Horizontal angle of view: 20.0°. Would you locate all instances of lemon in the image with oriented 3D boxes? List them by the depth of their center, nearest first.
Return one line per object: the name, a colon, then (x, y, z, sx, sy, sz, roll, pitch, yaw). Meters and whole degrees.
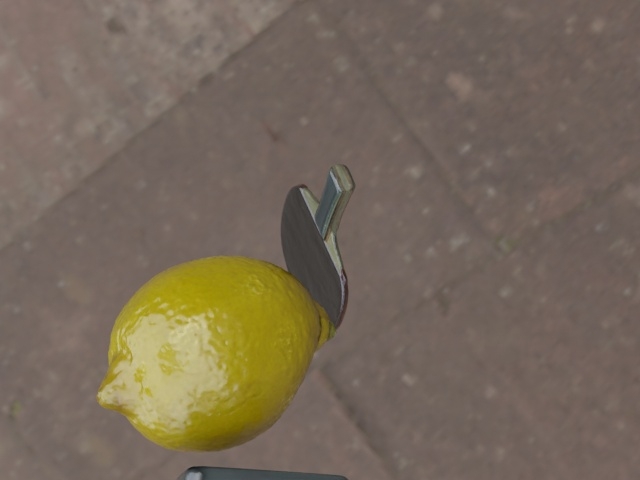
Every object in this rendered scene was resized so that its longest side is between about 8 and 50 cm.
lemon: (-0.101, 0.105, 1.719, 0.187, 0.244, 0.186, 51, 152, 40)

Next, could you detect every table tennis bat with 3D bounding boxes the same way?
table tennis bat: (0.000, 0.000, 1.917, 0.274, 0.021, 0.154, 109, 140, -61)

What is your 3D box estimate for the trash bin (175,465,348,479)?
trash bin: (-0.055, 0.327, 1.624, 0.177, 0.236, 0.101, 5, 159, -14)
